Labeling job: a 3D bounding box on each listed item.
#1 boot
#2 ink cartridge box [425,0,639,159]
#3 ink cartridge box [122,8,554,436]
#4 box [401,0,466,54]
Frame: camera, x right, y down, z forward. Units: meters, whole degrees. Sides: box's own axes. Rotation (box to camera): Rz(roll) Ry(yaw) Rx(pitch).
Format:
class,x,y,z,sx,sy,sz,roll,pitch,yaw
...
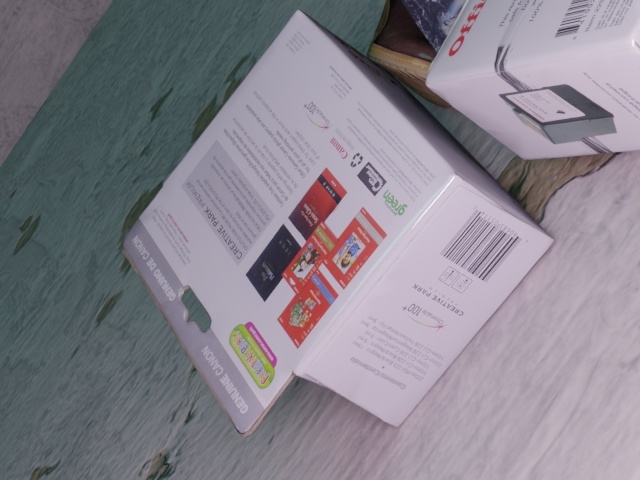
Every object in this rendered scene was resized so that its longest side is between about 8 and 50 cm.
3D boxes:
class,x,y,z,sx,sy,sz,roll,pitch,yaw
boot,0.132,-0.245,1.767,0.207,0.090,0.248,-55,18,5
ink cartridge box,0.232,-0.182,1.344,0.211,0.121,0.289,-60,22,-13
ink cartridge box,0.000,0.000,1.517,0.272,0.130,0.309,-51,39,11
box,0.158,-0.222,1.562,0.093,0.158,0.156,-42,12,-32
